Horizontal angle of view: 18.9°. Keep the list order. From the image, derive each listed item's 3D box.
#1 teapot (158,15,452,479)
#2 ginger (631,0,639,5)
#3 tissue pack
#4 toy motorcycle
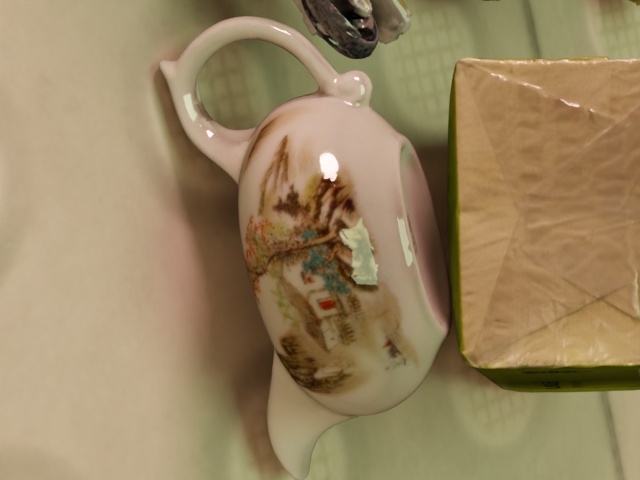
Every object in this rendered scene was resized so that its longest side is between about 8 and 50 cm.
[{"bbox_3d":[0.000,0.000,1.215,0.204,0.139,0.298,-27,103,-75],"label":"teapot"},{"bbox_3d":[0.338,-0.373,1.625,0.375,0.166,0.236,-63,153,-43],"label":"ginger"},{"bbox_3d":[0.178,-0.002,1.313,0.275,0.167,0.200,40,49,-79],"label":"tissue pack"},{"bbox_3d":[-0.024,-0.217,1.236,0.228,0.074,0.151,50,25,-3],"label":"toy motorcycle"}]
